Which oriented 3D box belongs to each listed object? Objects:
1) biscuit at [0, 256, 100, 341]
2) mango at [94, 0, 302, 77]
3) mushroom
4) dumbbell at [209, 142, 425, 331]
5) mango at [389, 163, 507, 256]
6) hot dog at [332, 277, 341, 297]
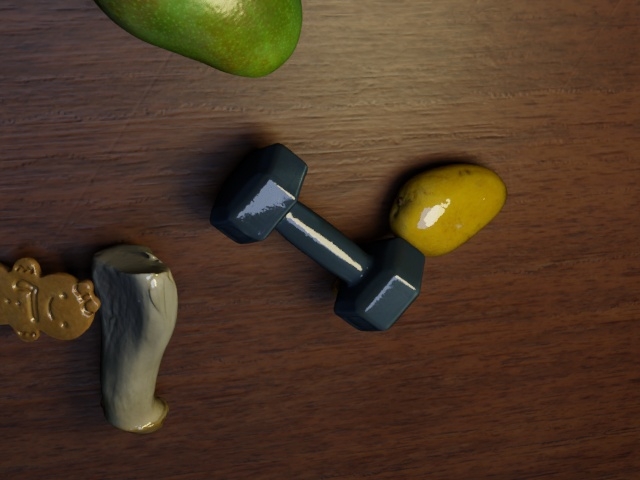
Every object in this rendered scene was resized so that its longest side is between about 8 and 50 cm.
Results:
[{"bbox_3d":[-0.412,0.093,1.633,0.184,0.027,0.133,21,114,6],"label":"biscuit"},{"bbox_3d":[-0.167,-0.344,1.447,0.382,0.201,0.225,41,77,-38],"label":"mango"},{"bbox_3d":[-0.279,0.156,1.673,0.122,0.159,0.329,-1,119,-11],"label":"mushroom"},{"bbox_3d":[0.000,0.000,1.666,0.325,0.144,0.160,37,102,-21],"label":"dumbbell"},{"bbox_3d":[0.199,-0.051,1.745,0.195,0.098,0.137,-17,116,-16],"label":"mango"},{"bbox_3d":[0.054,0.056,1.788,0.090,0.030,0.034,-32,118,0],"label":"hot dog"}]
